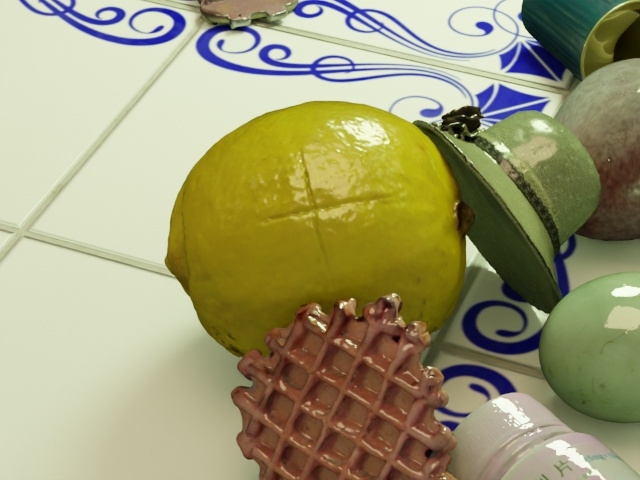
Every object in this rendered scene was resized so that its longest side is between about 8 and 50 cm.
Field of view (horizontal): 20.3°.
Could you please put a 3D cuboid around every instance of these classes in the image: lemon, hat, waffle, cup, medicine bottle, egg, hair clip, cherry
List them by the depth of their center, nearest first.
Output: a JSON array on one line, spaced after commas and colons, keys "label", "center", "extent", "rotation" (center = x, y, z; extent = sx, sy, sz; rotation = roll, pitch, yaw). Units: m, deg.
[{"label": "medicine bottle", "center": [0.226, 0.257, 1.584], "extent": [0.152, 0.152, 0.254], "rotation": [-24, 45, -26]}, {"label": "waffle", "center": [0.018, 0.164, 1.639], "extent": [0.234, 0.221, 0.055], "rotation": [-17, -4, 33]}, {"label": "egg", "center": [0.311, 0.105, 1.768], "extent": [0.192, 0.149, 0.149], "rotation": [-3, 39, -13]}, {"label": "lemon", "center": [0.000, 0.001, 1.796], "extent": [0.297, 0.297, 0.297], "rotation": [0, 40, 0]}, {"label": "hat", "center": [0.217, -0.057, 1.865], "extent": [0.130, 0.257, 0.257], "rotation": [-37, 48, -7]}, {"label": "cherry", "center": [0.357, -0.102, 1.993], "extent": [0.266, 0.183, 0.213], "rotation": [-27, 31, -11]}, {"label": "cup", "center": [0.354, -0.270, 2.258], "extent": [0.176, 0.131, 0.155], "rotation": [9, 25, -39]}, {"label": "hair clip", "center": [-0.089, -0.339, 2.396], "extent": [0.187, 0.056, 0.146], "rotation": [-20, 44, -10]}]
